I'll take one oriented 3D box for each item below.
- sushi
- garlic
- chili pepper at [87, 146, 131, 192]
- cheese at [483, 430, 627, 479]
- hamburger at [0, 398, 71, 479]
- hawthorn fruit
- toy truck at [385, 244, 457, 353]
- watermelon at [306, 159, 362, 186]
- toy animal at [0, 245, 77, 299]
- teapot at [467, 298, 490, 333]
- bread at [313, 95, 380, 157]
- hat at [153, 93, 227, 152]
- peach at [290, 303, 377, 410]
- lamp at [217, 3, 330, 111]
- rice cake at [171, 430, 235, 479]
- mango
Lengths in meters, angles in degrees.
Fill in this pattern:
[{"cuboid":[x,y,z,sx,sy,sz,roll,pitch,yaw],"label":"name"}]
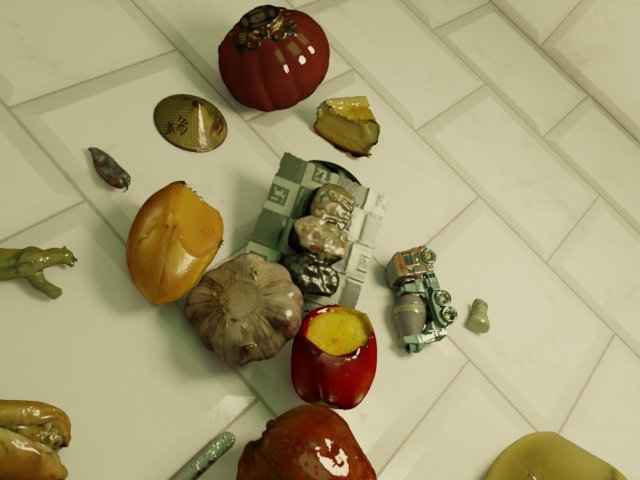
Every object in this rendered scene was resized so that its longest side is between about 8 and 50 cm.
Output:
[{"cuboid":[0.000,0.000,1.395,0.296,0.100,0.373,23,74,-12],"label":"sushi"},{"cuboid":[-0.153,0.147,1.272,0.244,0.160,0.245,-1,63,2],"label":"garlic"},{"cuboid":[-0.473,-0.158,1.380,0.153,0.041,0.050,39,27,22],"label":"chili pepper"},{"cuboid":[0.470,0.540,1.301,0.315,0.259,0.128,-24,114,-26],"label":"cheese"},{"cuboid":[-0.532,0.320,0.956,0.282,0.156,0.144,12,55,-23],"label":"hamburger"},{"cuboid":[-0.023,0.430,1.099,0.261,0.258,0.258,22,45,23],"label":"hawthorn fruit"},{"cuboid":[0.234,0.146,1.511,0.140,0.108,0.257,-8,65,-16],"label":"toy truck"},{"cuboid":[0.048,-0.149,1.607,0.145,0.137,0.193,-12,23,-32],"label":"watermelon"},{"cuboid":[-0.578,0.048,1.167,0.218,0.103,0.101,-3,37,-24],"label":"toy animal"},{"cuboid":[0.418,0.199,1.605,0.067,0.057,0.083,57,35,-35],"label":"teapot"},{"cuboid":[0.084,-0.312,1.710,0.169,0.140,0.160,-11,54,-29],"label":"bread"},{"cuboid":[-0.317,-0.321,1.545,0.193,0.082,0.193,13,55,-20],"label":"hat"},{"cuboid":[0.030,0.232,1.276,0.196,0.189,0.226,28,62,-39],"label":"peach"},{"cuboid":[-0.123,-0.485,1.635,0.303,0.257,0.303,-10,50,12],"label":"lamp"},{"cuboid":[-0.235,0.425,1.120,0.033,0.033,0.207,46,50,9],"label":"rice cake"},{"cuboid":[-0.318,0.016,1.284,0.187,0.138,0.257,31,51,-12],"label":"mango"}]
